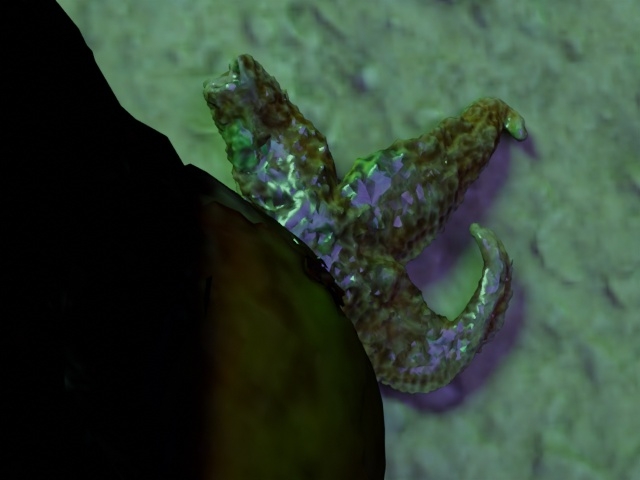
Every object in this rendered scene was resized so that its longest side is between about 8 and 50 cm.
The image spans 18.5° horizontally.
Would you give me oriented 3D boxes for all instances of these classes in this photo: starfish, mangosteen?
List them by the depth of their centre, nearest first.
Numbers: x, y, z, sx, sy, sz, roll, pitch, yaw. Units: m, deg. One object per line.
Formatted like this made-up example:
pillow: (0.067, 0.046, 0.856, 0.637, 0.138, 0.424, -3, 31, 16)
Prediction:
mangosteen: (-0.174, 0.101, 0.503, 0.421, 0.381, 0.381, 44, 71, -37)
starfish: (-0.005, -0.001, 0.737, 0.209, 0.053, 0.150, -34, 108, -23)
